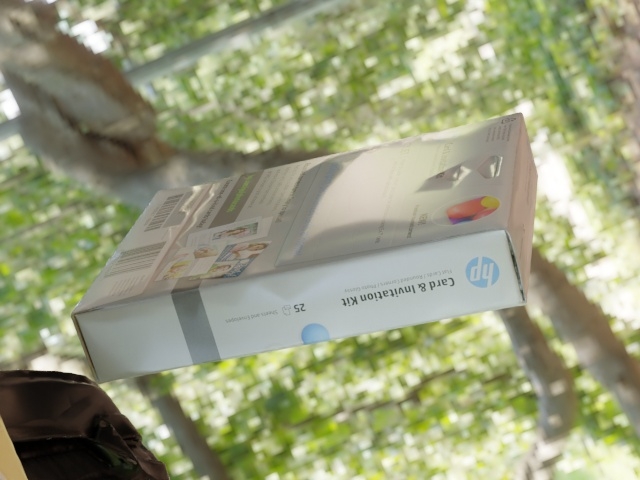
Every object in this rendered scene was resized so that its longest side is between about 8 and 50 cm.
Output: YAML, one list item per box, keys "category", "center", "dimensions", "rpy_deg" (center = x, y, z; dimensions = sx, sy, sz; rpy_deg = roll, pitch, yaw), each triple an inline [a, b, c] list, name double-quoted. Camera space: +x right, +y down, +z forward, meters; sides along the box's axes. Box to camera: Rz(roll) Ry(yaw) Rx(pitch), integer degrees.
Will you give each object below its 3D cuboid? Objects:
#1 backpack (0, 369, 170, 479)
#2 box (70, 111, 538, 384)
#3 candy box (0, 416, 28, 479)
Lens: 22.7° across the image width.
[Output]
- category: "backpack"
  center: [-0.153, 0.128, 0.671]
  dimensions: [0.182, 0.115, 0.152]
  rpy_deg: [-15, -110, -41]
- category: "box"
  center: [0.000, 0.000, 0.707]
  dimensions: [0.145, 0.186, 0.038]
  rpy_deg: [-69, -37, -65]
- category: "candy box"
  center: [-0.210, 0.019, 0.450]
  dimensions: [0.087, 0.183, 0.316]
  rpy_deg: [-77, -19, -47]
